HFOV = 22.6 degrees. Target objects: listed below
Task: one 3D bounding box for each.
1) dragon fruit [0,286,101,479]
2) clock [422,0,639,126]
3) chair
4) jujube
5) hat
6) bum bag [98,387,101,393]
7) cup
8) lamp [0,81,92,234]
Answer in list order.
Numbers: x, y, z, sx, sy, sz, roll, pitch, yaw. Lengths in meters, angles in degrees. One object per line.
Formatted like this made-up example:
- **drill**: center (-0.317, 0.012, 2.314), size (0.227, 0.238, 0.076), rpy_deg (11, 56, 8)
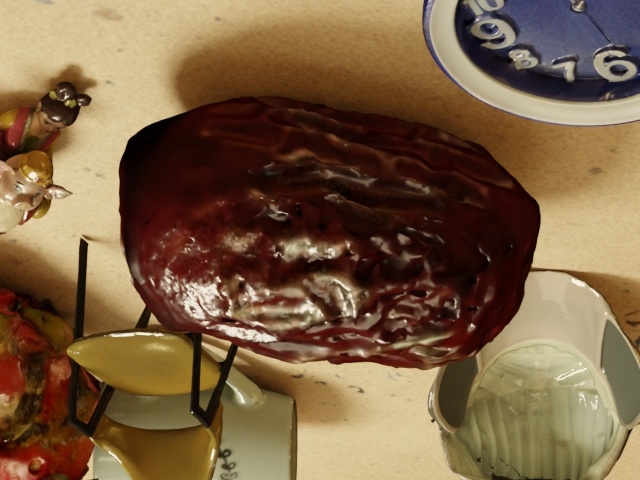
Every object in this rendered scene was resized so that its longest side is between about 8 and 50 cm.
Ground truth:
- **dragon fruit**: center (-0.431, 0.169, 1.790), size (0.314, 0.296, 0.263), rpy_deg (-10, 141, 17)
- **clock**: center (0.195, -0.181, 1.212), size (0.230, 0.083, 0.230), rpy_deg (10, 149, 6)
- **chair**: center (-0.170, 0.130, 1.681), size (0.158, 0.247, 0.172), rpy_deg (-9, 143, 28)
- **jujube**: center (0.000, 0.000, 1.434), size (0.376, 0.258, 0.258), rpy_deg (16, 150, 5)
- **hat**: center (0.228, 0.149, 1.697), size (0.232, 0.161, 0.275), rpy_deg (-5, 124, 4)
- **bum bag**: center (-0.308, 0.188, 2.027), size (0.058, 0.034, 0.124), rpy_deg (-9, 145, 46)
- **cup**: center (-0.148, 0.221, 1.928), size (0.234, 0.186, 0.258), rpy_deg (-1, 121, 3)
- **lamp**: center (-0.301, -0.062, 1.532), size (0.118, 0.118, 0.253), rpy_deg (32, 144, -32)
